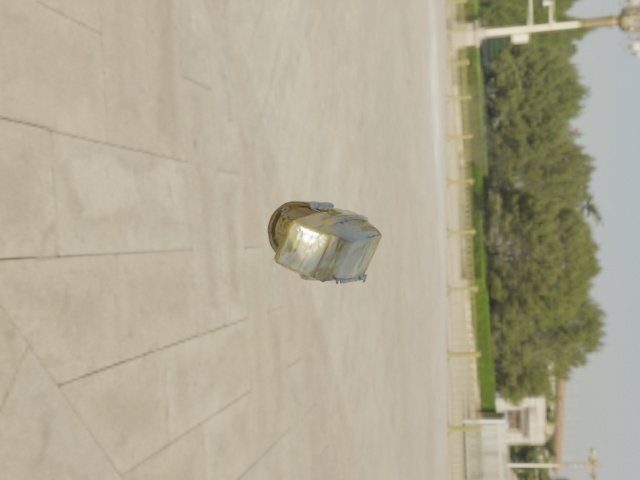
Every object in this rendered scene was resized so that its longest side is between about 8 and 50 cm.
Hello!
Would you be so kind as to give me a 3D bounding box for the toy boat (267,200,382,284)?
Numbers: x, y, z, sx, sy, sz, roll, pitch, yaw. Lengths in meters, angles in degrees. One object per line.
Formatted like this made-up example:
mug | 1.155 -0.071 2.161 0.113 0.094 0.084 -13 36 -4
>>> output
toy boat | 0.000 0.000 0.736 0.068 0.088 0.226 -65 167 7
